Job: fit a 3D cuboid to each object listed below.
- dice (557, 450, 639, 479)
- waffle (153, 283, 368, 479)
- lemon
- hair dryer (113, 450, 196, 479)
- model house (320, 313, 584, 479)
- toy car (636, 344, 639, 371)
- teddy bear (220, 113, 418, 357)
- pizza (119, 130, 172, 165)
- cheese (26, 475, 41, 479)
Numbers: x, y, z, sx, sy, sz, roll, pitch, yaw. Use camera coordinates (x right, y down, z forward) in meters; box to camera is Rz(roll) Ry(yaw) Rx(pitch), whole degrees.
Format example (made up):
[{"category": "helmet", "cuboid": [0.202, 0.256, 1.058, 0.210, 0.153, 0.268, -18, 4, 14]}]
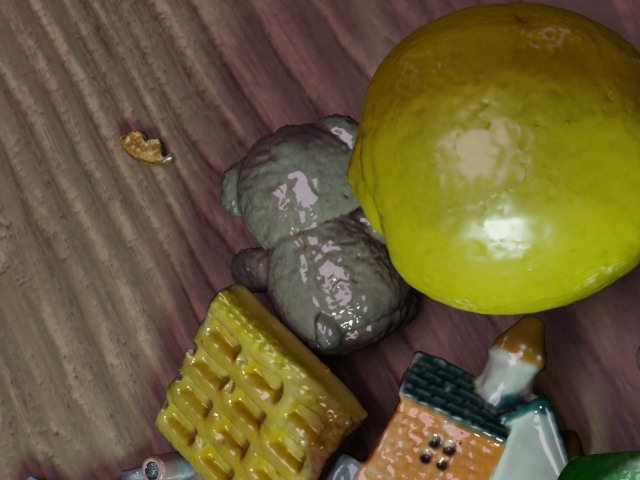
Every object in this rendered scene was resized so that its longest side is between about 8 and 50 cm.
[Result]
[{"category": "dice", "cuboid": [0.384, 0.346, 1.677, 0.297, 0.300, 0.287, -4, 81, 23]}, {"category": "waffle", "cuboid": [-0.072, 0.201, 1.961, 0.221, 0.055, 0.248, 45, 132, 19]}, {"category": "lemon", "cuboid": [0.201, -0.085, 1.788, 0.348, 0.348, 0.348, -3, 84, 23]}, {"category": "hair dryer", "cuboid": [-0.209, 0.278, 2.068, 0.114, 0.063, 0.037, -16, 80, 36]}, {"category": "model house", "cuboid": [0.165, 0.220, 1.839, 0.271, 0.190, 0.300, 26, 85, 5]}, {"category": "toy car", "cuboid": [0.459, 0.076, 1.742, 0.248, 0.204, 0.198, -7, 49, 42]}, {"category": "teddy bear", "cuboid": [0.000, 0.001, 1.953, 0.236, 0.151, 0.267, -25, 77, 17]}, {"category": "pizza", "cuboid": [-0.215, -0.113, 2.131, 0.083, 0.016, 0.037, 23, 95, 27]}, {"category": "cheese", "cuboid": [-0.261, 0.359, 2.081, 0.245, 0.052, 0.135, 6, 84, 24]}]
